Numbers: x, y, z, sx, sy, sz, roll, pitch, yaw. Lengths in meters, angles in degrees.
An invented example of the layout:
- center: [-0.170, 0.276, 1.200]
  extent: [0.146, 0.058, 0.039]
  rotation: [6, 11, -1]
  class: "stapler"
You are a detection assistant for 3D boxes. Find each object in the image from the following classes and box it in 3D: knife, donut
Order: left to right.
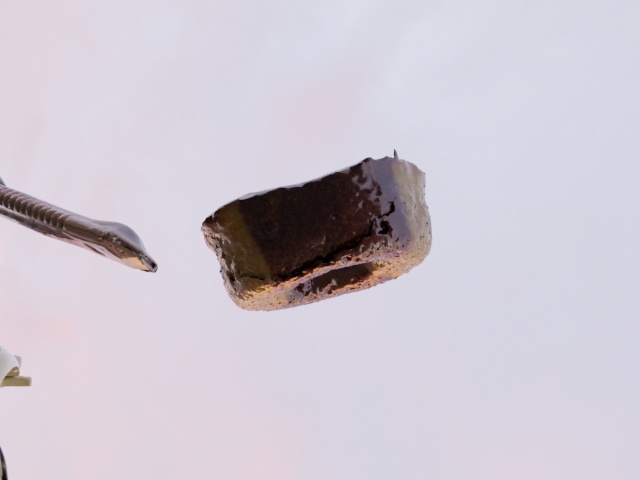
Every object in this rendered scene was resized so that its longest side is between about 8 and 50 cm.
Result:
- center: [-0.268, -0.030, 1.152]
  extent: [0.365, 0.089, 0.043]
  rotation: [16, -98, 44]
  class: "knife"
- center: [0.000, 0.000, 0.740]
  extent: [0.140, 0.140, 0.059]
  rotation: [-29, -108, 44]
  class: "donut"

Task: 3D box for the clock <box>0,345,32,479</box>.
- center: [-0.408, 0.240, 1.418]
  extent: [0.120, 0.276, 0.379]
  rotation: [4, -86, -3]
  class: "clock"
